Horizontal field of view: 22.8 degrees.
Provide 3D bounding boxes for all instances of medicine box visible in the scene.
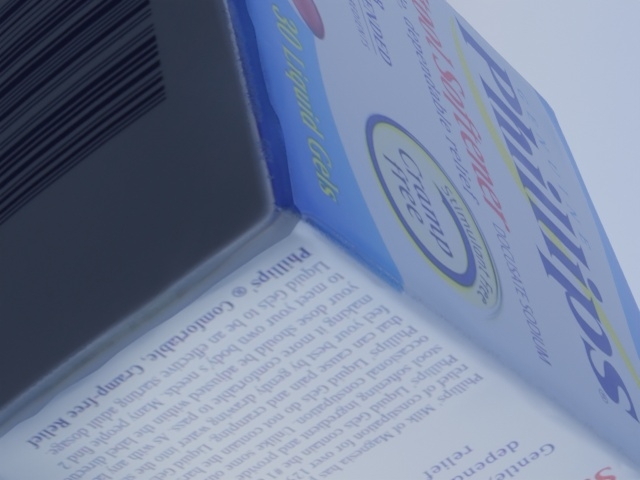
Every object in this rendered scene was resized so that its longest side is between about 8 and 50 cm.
[{"bbox_3d":[0.000,0.000,0.636,0.149,0.289,0.263,-35,-135,21],"label":"medicine box"}]
